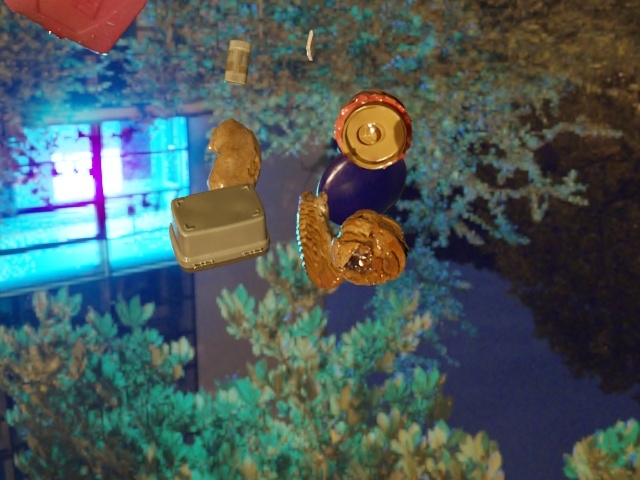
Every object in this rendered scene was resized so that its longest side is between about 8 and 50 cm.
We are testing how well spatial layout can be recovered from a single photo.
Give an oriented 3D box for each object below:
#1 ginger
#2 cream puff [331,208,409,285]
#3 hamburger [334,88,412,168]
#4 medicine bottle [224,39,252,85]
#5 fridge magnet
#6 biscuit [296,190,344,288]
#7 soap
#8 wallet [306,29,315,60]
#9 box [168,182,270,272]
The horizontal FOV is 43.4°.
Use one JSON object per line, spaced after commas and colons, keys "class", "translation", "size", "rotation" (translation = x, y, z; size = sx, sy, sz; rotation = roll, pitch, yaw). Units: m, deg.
{"class": "ginger", "translation": [-0.246, -0.215, 2.305], "size": [0.152, 0.267, 0.138], "rotation": [-7, 164, 37]}
{"class": "cream puff", "translation": [0.076, 0.019, 1.297], "size": [0.119, 0.133, 0.104], "rotation": [39, -145, -16]}
{"class": "hamburger", "translation": [0.115, -0.248, 1.714], "size": [0.175, 0.175, 0.137], "rotation": [1, -146, 4]}
{"class": "medicine bottle", "translation": [-0.167, -0.360, 1.627], "size": [0.047, 0.083, 0.047], "rotation": [8, -177, 0]}
{"class": "fridge magnet", "translation": [0.111, -0.154, 2.177], "size": [0.265, 0.265, 0.113], "rotation": [-7, -142, -23]}
{"class": "biscuit", "translation": [-0.001, 0.000, 1.542], "size": [0.031, 0.176, 0.228], "rotation": [-1, -161, -22]}
{"class": "soap", "translation": [-0.292, -0.372, 1.036], "size": [0.162, 0.099, 0.250], "rotation": [24, 141, -29]}
{"class": "wallet", "translation": [-0.021, -0.437, 1.804], "size": [0.011, 0.044, 0.083], "rotation": [11, 174, 4]}
{"class": "box", "translation": [-0.218, -0.027, 1.728], "size": [0.210, 0.129, 0.148], "rotation": [-13, -130, -17]}
